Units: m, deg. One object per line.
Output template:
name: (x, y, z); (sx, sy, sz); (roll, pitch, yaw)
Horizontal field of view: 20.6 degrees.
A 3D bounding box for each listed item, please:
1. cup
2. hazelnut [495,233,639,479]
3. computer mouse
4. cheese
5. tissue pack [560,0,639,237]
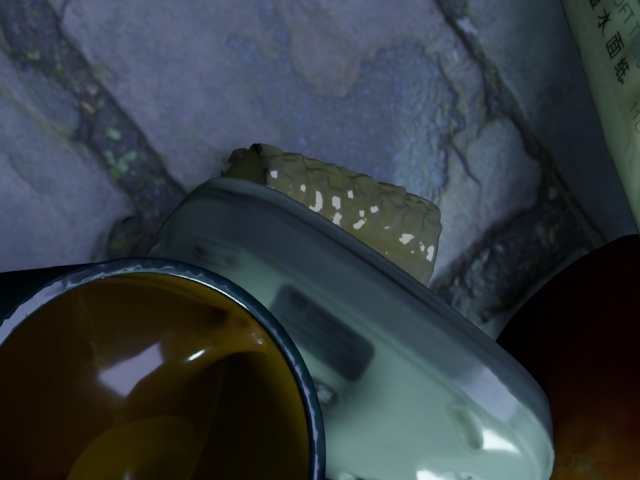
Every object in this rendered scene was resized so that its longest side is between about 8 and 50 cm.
cup: (-0.144, 0.128, 1.177); (0.308, 0.292, 0.242); (-12, 94, -29)
hazelnut: (0.318, 0.199, 1.371); (0.402, 0.429, 0.402); (-51, 154, -38)
computer mouse: (0.021, 0.086, 1.261); (0.331, 0.197, 0.095); (38, 39, 4)
cheese: (0.000, 0.000, 1.365); (0.167, 0.094, 0.123); (18, 95, -27)
tissue pack: (0.372, -0.185, 1.413); (0.332, 0.205, 0.404); (6, 51, -26)
